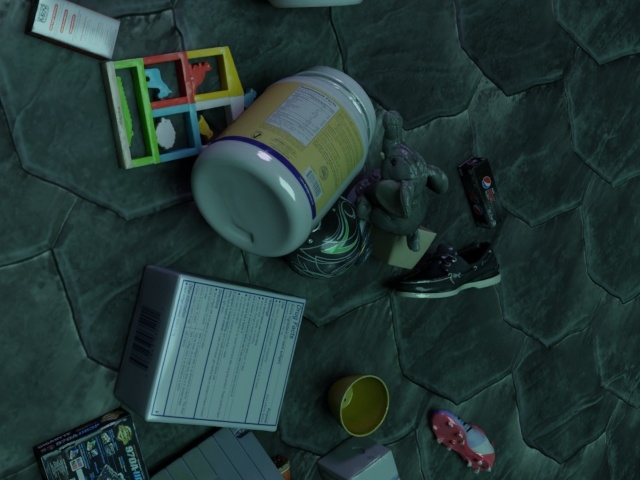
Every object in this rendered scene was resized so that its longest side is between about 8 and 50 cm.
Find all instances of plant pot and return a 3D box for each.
[{"bbox_3d":[0.069,0.350,1.826,0.134,0.095,0.134,-6,100,-36],"label":"plant pot"},{"bbox_3d":[0.172,0.004,1.851,0.109,0.109,0.096,12,101,-36],"label":"plant pot"}]

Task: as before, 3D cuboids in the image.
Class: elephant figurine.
[{"bbox_3d":[0.165,-0.115,1.665,0.186,0.239,0.169,17,64,-10],"label":"elephant figurine"}]

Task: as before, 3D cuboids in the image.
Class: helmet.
[{"bbox_3d":[0.000,0.000,1.679,0.169,0.169,0.162,27,60,-35],"label":"helmet"}]

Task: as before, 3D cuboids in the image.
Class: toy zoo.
[{"bbox_3d":[-0.250,-0.253,1.549,0.293,0.030,0.192,-17,107,-33],"label":"toy zoo"}]

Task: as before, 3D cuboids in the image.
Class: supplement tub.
[{"bbox_3d":[-0.057,-0.155,1.539,0.331,0.241,0.241,-53,124,-40],"label":"supplement tub"}]

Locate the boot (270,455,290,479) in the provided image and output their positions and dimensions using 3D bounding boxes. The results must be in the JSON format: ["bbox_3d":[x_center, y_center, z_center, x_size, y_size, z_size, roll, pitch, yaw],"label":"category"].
[{"bbox_3d":[-0.126,0.522,1.737,0.158,0.059,0.085,-19,112,-34],"label":"boot"}]

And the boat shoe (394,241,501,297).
[{"bbox_3d":[0.298,0.062,1.931,0.340,0.127,0.113,-8,100,-36],"label":"boat shoe"}]

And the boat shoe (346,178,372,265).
[{"bbox_3d":[0.088,-0.039,1.811,0.083,0.065,0.183,47,59,-54],"label":"boat shoe"}]

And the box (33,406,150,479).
[{"bbox_3d":[-0.406,0.443,1.525,0.175,0.051,0.220,-22,109,-31],"label":"box"}]

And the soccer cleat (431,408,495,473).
[{"bbox_3d":[0.356,0.484,2.075,0.248,0.083,0.095,47,41,-26],"label":"soccer cleat"}]

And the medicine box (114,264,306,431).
[{"bbox_3d":[-0.204,0.205,1.576,0.289,0.149,0.264,14,88,-37],"label":"medicine box"}]

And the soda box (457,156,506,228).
[{"bbox_3d":[0.391,-0.115,2.016,0.060,0.053,0.169,-35,116,-28],"label":"soda box"}]

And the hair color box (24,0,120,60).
[{"bbox_3d":[-0.417,-0.360,1.405,0.141,0.043,0.072,15,88,-37],"label":"hair color box"}]

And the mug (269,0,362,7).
[{"bbox_3d":[0.008,-0.610,1.564,0.374,0.276,0.328,-33,125,-61],"label":"mug"}]

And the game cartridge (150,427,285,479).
[{"bbox_3d":[-0.149,0.549,1.612,0.230,0.068,0.355,-32,78,-24],"label":"game cartridge"}]

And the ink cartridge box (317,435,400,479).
[{"bbox_3d":[0.095,0.547,1.854,0.127,0.128,0.176,-28,111,-29],"label":"ink cartridge box"}]
